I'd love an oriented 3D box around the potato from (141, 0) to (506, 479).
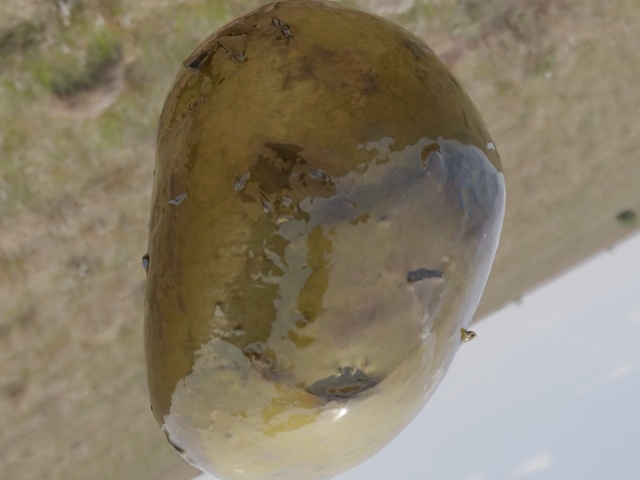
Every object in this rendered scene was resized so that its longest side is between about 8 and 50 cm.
[{"bbox_3d":[0.000,0.000,0.530,0.137,0.176,0.137,-2,178,0],"label":"potato"}]
